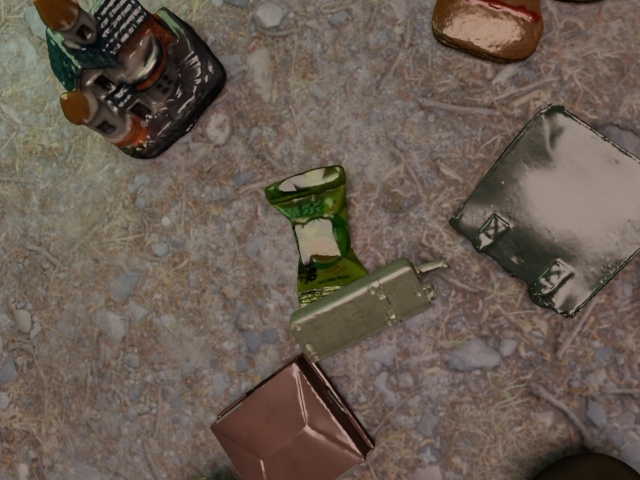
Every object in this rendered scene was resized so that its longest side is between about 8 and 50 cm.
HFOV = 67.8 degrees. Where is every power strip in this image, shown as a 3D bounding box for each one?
[{"bbox_3d":[0.089,0.109,0.817,0.287,0.053,0.093,-27,104,6],"label":"power strip"}]

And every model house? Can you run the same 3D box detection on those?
[{"bbox_3d":[-0.358,-0.310,0.832,0.271,0.301,0.190,-41,73,8],"label":"model house"}]

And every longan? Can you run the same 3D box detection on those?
[{"bbox_3d":[0.393,0.419,0.689,0.198,0.198,0.213,35,96,11],"label":"longan"}]

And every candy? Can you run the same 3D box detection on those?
[{"bbox_3d":[0.000,0.000,0.850,0.148,0.069,0.247,-14,91,10],"label":"candy"}]

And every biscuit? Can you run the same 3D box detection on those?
[{"bbox_3d":[0.350,-0.428,0.804,0.262,0.052,0.277,31,94,12],"label":"biscuit"}]

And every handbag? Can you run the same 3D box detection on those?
[{"bbox_3d":[0.372,-0.043,0.750,0.247,0.079,0.260,42,109,13],"label":"handbag"}]

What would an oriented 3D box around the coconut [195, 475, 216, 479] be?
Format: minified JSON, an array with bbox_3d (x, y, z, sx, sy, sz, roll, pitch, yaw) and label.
[{"bbox_3d":[-0.175,0.528,0.752,0.245,0.233,0.233,21,92,52],"label":"coconut"}]

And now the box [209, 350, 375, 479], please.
[{"bbox_3d":[-0.051,0.343,0.835,0.215,0.086,0.215,-38,80,8],"label":"box"}]
